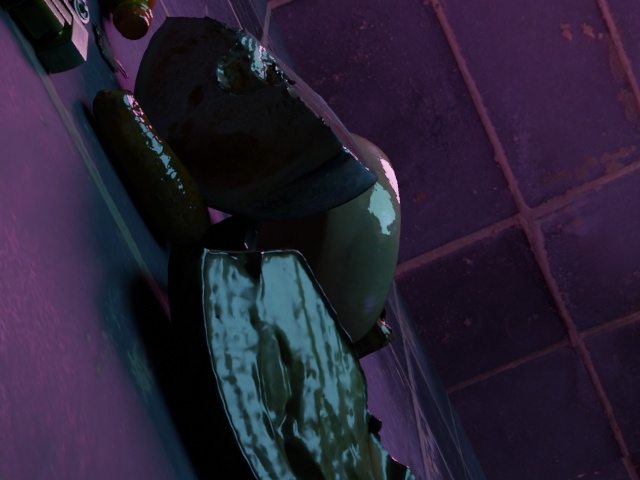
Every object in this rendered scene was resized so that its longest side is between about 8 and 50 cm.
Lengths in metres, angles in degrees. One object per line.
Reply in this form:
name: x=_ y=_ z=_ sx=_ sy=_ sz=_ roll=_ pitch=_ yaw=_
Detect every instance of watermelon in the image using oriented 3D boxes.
watermelon: x=-0.072 y=-0.098 z=1.514 sx=0.188 sy=0.175 sz=0.322 roll=40 pitch=10 yaw=-47

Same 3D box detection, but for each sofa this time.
sofa: x=-0.096 y=0.022 z=1.479 sx=0.060 sy=0.085 sz=0.147 roll=62 pitch=7 yaw=-14

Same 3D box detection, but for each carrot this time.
carrot: x=-0.166 y=-0.071 z=1.375 sx=0.186 sy=0.060 sz=0.060 roll=60 pitch=9 yaw=-29

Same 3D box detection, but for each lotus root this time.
lotus root: x=-0.051 y=0.143 z=1.290 sx=0.210 sy=0.142 sz=0.314 roll=-21 pitch=92 yaw=-46

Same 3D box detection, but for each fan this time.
fan: x=-0.228 y=-0.202 z=1.539 sx=0.083 sy=0.004 sz=0.056 roll=58 pitch=11 yaw=-55

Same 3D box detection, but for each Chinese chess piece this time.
Chinese chess piece: x=0.000 y=0.000 z=1.670 sx=0.273 sy=0.102 sz=0.273 roll=-172 pitch=-90 yaw=-67

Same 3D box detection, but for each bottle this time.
bottle: x=-0.221 y=-0.291 z=1.624 sx=0.187 sy=0.069 sz=0.069 roll=-106 pitch=170 yaw=-50

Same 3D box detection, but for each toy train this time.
toy train: x=-0.248 y=-0.210 z=1.253 sx=0.122 sy=0.050 sz=0.081 roll=59 pitch=21 yaw=-46

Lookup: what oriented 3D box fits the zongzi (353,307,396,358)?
zongzi: x=-0.021 y=0.010 z=1.980 sx=0.288 sy=0.134 sz=0.286 roll=57 pitch=4 yaw=-18
